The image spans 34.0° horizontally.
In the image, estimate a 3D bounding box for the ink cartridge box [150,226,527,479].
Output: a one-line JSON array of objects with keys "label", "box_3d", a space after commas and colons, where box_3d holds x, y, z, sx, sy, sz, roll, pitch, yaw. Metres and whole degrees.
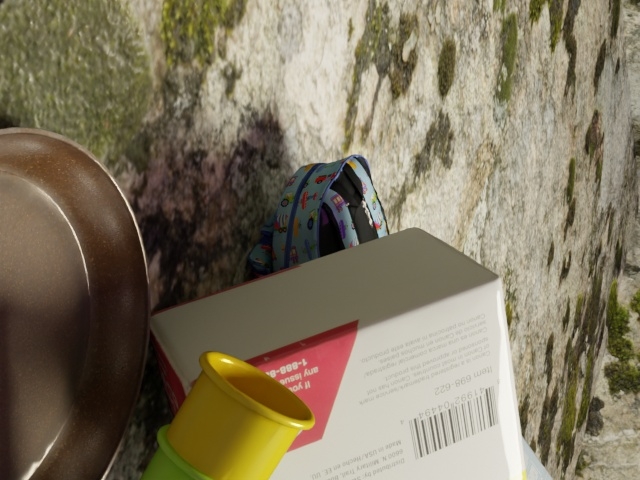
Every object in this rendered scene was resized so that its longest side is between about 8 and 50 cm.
[{"label": "ink cartridge box", "box_3d": [0.030, 0.220, 0.950, 0.279, 0.160, 0.385, -18, 113, -18]}]

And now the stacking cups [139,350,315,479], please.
[{"label": "stacking cups", "box_3d": [-0.123, 0.236, 0.744, 0.316, 0.096, 0.096, -59, 154, 3]}]

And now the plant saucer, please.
[{"label": "plant saucer", "box_3d": [-0.222, 0.078, 0.699, 0.310, 0.050, 0.311, 7, 90, -65]}]

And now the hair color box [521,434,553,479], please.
[{"label": "hair color box", "box_3d": [0.143, 0.254, 1.298, 0.114, 0.185, 0.374, -63, 142, -22]}]

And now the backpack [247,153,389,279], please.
[{"label": "backpack", "box_3d": [0.000, 0.000, 1.063, 0.158, 0.117, 0.173, -57, 146, -41]}]
